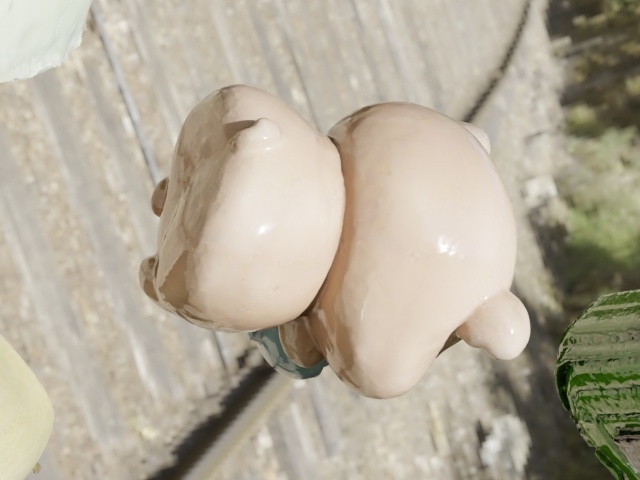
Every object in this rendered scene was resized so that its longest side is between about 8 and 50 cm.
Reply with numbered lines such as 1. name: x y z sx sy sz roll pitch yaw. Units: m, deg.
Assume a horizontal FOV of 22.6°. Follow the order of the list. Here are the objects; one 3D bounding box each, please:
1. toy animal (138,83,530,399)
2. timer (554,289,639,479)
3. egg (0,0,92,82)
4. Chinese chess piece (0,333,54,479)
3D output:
1. toy animal: 0.003 -0.013 1.085 0.221 0.229 0.210 40 36 -39
2. timer: 0.148 0.078 0.570 0.140 0.047 0.128 50 -19 -9
3. egg: -0.180 -0.180 0.416 0.337 0.337 0.201 -72 -174 -71
4. Chinese chess piece: -0.320 0.090 1.181 0.102 0.273 0.273 -50 136 -22
